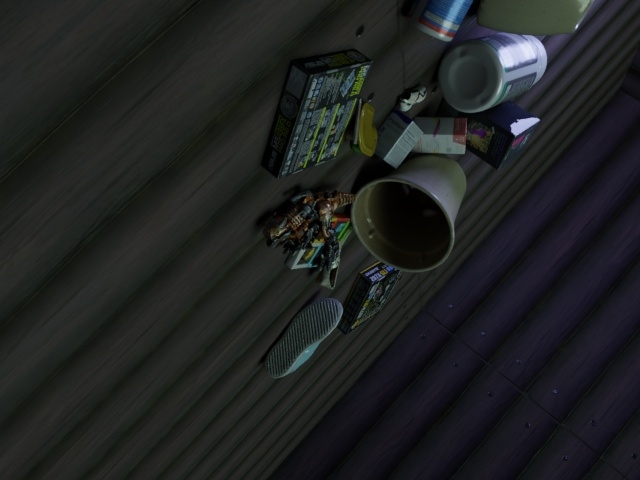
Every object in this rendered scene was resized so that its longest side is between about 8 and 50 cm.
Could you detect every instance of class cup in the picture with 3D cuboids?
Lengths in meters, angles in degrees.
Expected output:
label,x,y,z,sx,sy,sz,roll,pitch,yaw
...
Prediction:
label,x,y,z,sx,sy,sz,roll,pitch,yaw
cup,0.593,-0.668,1.590,0.331,0.237,0.331,-54,166,-20

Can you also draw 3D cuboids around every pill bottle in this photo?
label,x,y,z,sx,sy,sz,roll,pitch,yaw
pill bottle,0.298,-0.581,1.399,0.124,0.124,0.221,-19,144,-52
pill bottle,0.524,-0.511,1.835,0.361,0.204,0.204,-26,148,-44

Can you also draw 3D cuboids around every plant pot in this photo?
label,x,y,z,sx,sy,sz,roll,pitch,yaw
plant pot,0.311,-0.122,1.944,0.305,0.334,0.334,-48,163,-43

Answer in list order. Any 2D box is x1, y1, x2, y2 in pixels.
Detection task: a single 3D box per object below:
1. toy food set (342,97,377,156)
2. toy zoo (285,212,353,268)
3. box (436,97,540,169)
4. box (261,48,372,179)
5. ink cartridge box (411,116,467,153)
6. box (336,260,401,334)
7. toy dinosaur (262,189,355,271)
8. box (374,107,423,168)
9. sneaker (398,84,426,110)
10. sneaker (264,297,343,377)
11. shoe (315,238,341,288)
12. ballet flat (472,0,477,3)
label,x,y,z,sx,sy,sz,roll,pitch,yaw
toy food set,0.088,-0.285,1.562,0.218,0.071,0.128,6,88,-71
toy zoo,0.000,0.000,1.891,0.192,0.030,0.293,-57,157,17
box,0.526,-0.376,1.964,0.165,0.270,0.143,-33,153,-37
box,-0.010,-0.283,1.382,0.216,0.060,0.270,-28,150,-44
ink cartridge box,0.348,-0.325,1.898,0.115,0.198,0.067,65,31,-66
box,0.210,0.224,2.591,0.257,0.079,0.322,-25,147,-43
toy dinosaur,-0.015,-0.047,1.649,0.322,0.164,0.218,-16,126,-21
box,0.217,-0.292,1.778,0.137,0.072,0.126,-53,158,9
sneaker,0.260,-0.406,1.722,0.109,0.040,0.044,-43,150,-24
sneaker,-0.054,0.346,2.239,0.366,0.135,0.150,-44,167,8
shoe,0.037,0.077,1.964,0.076,0.058,0.219,-35,154,-34
ballet flat,0.380,-0.657,1.511,0.074,0.074,0.203,-48,160,-5
